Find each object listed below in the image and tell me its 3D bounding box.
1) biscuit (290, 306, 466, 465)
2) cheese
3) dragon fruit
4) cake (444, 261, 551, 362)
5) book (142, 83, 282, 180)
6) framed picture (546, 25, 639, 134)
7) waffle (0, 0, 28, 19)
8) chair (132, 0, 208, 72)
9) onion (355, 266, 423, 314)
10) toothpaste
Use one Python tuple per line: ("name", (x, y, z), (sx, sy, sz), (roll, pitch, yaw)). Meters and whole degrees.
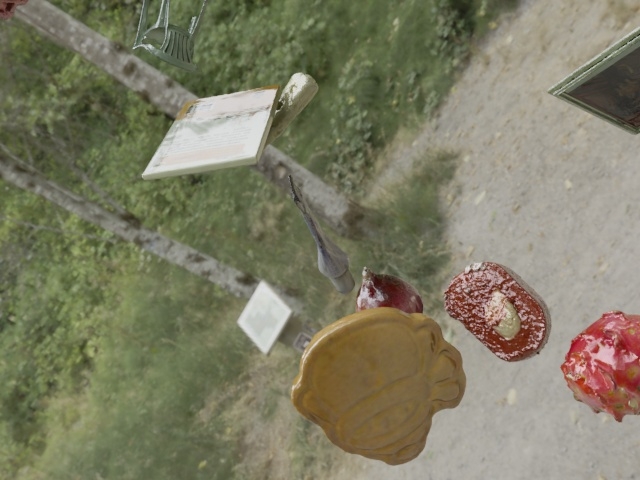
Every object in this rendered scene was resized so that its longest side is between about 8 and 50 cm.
("biscuit", (0.125, 0.283, 1.271), (0.312, 0.351, 0.057), (-39, 22, 4))
("cheese", (-0.081, -0.256, 1.332), (0.194, 0.043, 0.065), (-48, 53, 10))
("dragon fruit", (0.607, 0.234, 1.282), (0.205, 0.268, 0.210), (-170, 69, -72))
("cake", (0.453, 0.171, 1.653), (0.177, 0.283, 0.151), (-54, -26, 14))
("book", (-0.190, -0.206, 1.216), (0.295, 0.208, 0.020), (-81, -20, -53))
("framed picture", (0.547, -0.263, 1.096), (0.216, 0.273, 0.016), (-36, 52, 45))
("waffle", (-0.611, -0.483, 1.193), (0.221, 0.055, 0.234), (-36, -12, -16))
("chair", (-0.462, -0.647, 2.069), (0.190, 0.203, 0.274), (-6, 73, 55))
("onion", (0.145, 0.139, 1.514), (0.159, 0.195, 0.159), (-31, 25, 16))
("toothpaste", (0.001, 0.000, 1.347), (0.068, 0.282, 0.099), (-43, 35, -19))
